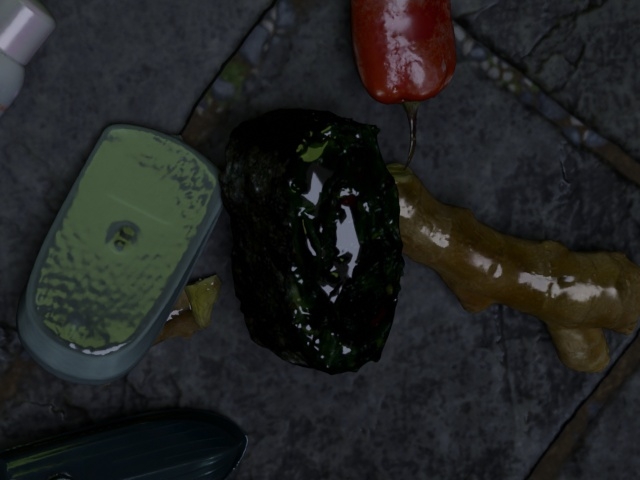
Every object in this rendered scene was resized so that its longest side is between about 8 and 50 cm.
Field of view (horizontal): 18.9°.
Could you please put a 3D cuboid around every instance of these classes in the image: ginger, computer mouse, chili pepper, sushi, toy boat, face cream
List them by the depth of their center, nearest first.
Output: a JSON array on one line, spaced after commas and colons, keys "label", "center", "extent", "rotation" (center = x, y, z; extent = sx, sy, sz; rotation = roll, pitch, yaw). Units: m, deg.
[{"label": "face cream", "center": [-0.317, -0.095, 1.574], "extent": [0.082, 0.082, 0.269], "rotation": [38, 96, -19]}, {"label": "sushi", "center": [0.000, 0.000, 1.632], "extent": [0.124, 0.127, 0.225], "rotation": [-19, 113, -35]}, {"label": "computer mouse", "center": [-0.172, 0.013, 1.637], "extent": [0.128, 0.079, 0.231], "rotation": [30, 78, -1]}, {"label": "chili pepper", "center": [0.071, -0.153, 1.644], "extent": [0.086, 0.084, 0.192], "rotation": [2, 105, 21]}, {"label": "ginger", "center": [-0.146, 0.072, 1.680], "extent": [0.137, 0.044, 0.057], "rotation": [-29, 127, -2]}, {"label": "toy boat", "center": [-0.176, 0.203, 1.692], "extent": [0.246, 0.103, 0.093], "rotation": [-13, 94, -23]}, {"label": "ginger", "center": [0.159, 0.015, 1.718], "extent": [0.299, 0.065, 0.118], "rotation": [28, 100, -16]}]
